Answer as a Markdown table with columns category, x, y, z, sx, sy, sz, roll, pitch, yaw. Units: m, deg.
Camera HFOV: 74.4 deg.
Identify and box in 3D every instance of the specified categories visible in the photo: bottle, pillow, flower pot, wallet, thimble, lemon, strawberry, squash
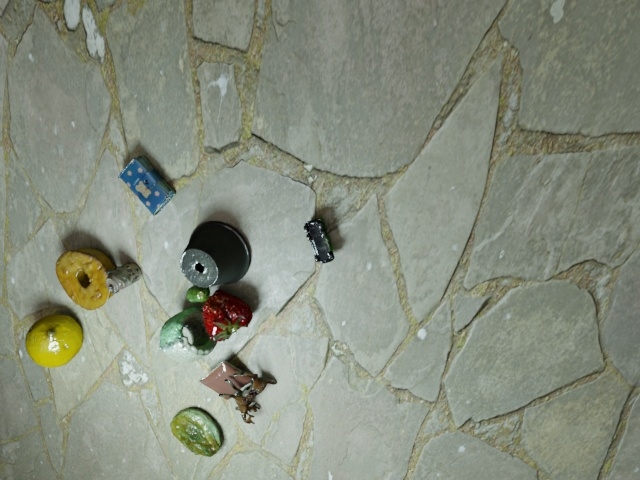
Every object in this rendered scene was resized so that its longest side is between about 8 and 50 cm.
| category | x | y | z | sx | sy | sz | roll | pitch | yaw |
| --- | --- | --- | --- | --- | --- | --- | --- | --- | --- |
| bottle | -0.831 | 0.156 | 1.756 | 0.099 | 0.152 | 0.099 | 6 | 111 | 16 |
| pillow | -0.408 | 0.601 | 1.831 | 0.171 | 0.075 | 0.179 | 40 | 110 | -20 |
| flower pot | -0.416 | 0.074 | 1.595 | 0.269 | 0.166 | 0.269 | 5 | 112 | 13 |
| wallet | -0.666 | -0.213 | 1.619 | 0.141 | 0.059 | 0.202 | -39 | 95 | 23 |
| thimble | -0.539 | 0.390 | 1.720 | 0.150 | 0.219 | 0.219 | -29 | 100 | 25 |
| lemon | -1.234 | 0.471 | 1.960 | 0.228 | 0.228 | 0.253 | 20 | 116 | 9 |
| strawberry | -0.378 | 0.288 | 1.669 | 0.187 | 0.184 | 0.201 | -51 | 61 | 30 |
| squash | -0.486 | 0.210 | 1.676 | 0.068 | 0.077 | 0.219 | 32 | 156 | -20 |

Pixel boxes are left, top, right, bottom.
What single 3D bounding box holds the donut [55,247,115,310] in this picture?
| category | x | y | z | sx | sy | sz | roll | pitch | yaw |
| --- | --- | --- | --- | --- | --- | --- | --- | --- | --- |
| donut | -0.998 | 0.155 | 1.831 | 0.278 | 0.108 | 0.277 | 6 | 111 | 15 |

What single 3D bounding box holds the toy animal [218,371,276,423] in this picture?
| category | x | y | z | sx | sy | sz | roll | pitch | yaw |
| --- | --- | --- | --- | --- | --- | --- | --- | --- | --- |
| toy animal | -0.307 | 0.669 | 1.795 | 0.243 | 0.087 | 0.260 | -36 | 123 | 15 |

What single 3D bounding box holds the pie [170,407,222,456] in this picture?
| category | x | y | z | sx | sy | sz | roll | pitch | yaw |
| --- | --- | --- | --- | --- | --- | --- | --- | --- | --- |
| pie | -0.601 | 0.922 | 2.018 | 0.277 | 0.078 | 0.277 | 5 | 109 | 16 |

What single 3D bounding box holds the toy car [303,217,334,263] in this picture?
| category | x | y | z | sx | sy | sz | roll | pitch | yaw |
| --- | --- | --- | --- | --- | --- | --- | --- | --- | --- |
| toy car | 0.000 | 0.000 | 1.494 | 0.071 | 0.062 | 0.165 | -14 | 105 | 22 |
